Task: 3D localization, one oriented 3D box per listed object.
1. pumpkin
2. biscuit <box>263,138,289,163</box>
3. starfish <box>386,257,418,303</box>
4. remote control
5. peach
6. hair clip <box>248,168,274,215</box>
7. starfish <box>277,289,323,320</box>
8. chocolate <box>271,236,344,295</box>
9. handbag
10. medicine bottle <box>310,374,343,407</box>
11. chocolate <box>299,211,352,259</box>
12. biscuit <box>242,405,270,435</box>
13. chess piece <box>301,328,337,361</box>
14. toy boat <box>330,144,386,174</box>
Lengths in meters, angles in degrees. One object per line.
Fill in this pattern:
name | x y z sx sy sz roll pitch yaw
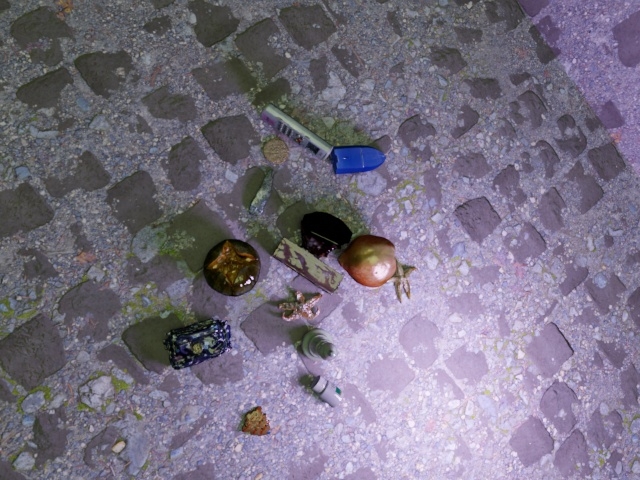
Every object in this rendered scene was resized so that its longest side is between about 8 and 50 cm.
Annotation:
pumpkin | -0.357 0.112 1.633 0.237 0.159 0.238 1 64 -3
biscuit | -0.198 -0.398 1.799 0.120 0.015 0.120 1 84 -13
starfish | 0.363 0.179 1.868 0.216 0.050 0.224 -16 83 -7
remote control | -0.106 -0.473 1.765 0.343 0.145 0.050 32 82 -8
peach | 0.198 0.087 1.745 0.256 0.232 0.233 -5 85 -5
hair clip | -0.249 -0.211 1.756 0.065 0.036 0.230 24 79 -17
starfish | -0.081 0.283 1.749 0.209 0.053 0.150 -27 103 -19
chocolate | -0.058 0.117 1.733 0.321 0.112 0.112 33 76 -7
handbag | -0.483 0.404 1.596 0.259 0.113 0.162 -15 81 -8
medicine bottle | 0.027 0.639 1.711 0.130 0.080 0.080 42 76 -7
chocolate | 0.000 0.000 1.764 0.224 0.206 0.177 26 123 0
biscuit | -0.255 0.755 1.661 0.129 0.019 0.120 38 77 -8
chess piece | 0.012 0.439 1.631 0.138 0.271 0.139 1 85 -14
toy boat | 0.181 -0.374 1.860 0.294 0.088 0.130 -9 91 -26
